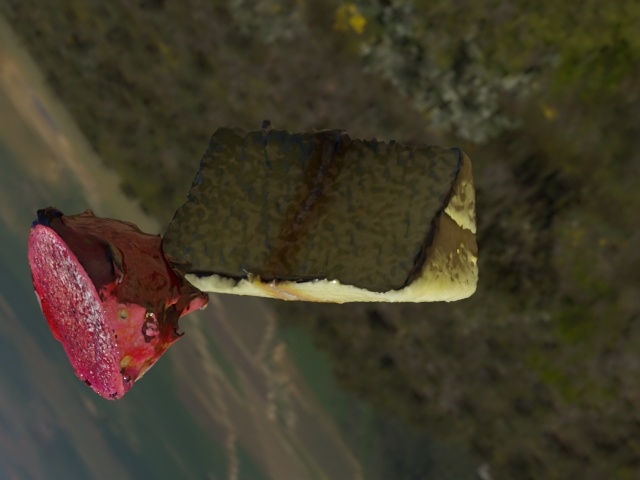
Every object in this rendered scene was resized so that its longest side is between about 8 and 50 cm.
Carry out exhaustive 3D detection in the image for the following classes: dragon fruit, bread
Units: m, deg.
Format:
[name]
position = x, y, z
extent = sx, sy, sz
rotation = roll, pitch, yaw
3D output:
[dragon fruit]
position = -0.145, 0.030, 1.362
extent = 0.153, 0.111, 0.153
rotation = 40, 143, 38
[bread]
position = 0.000, 0.000, 1.593
extent = 0.266, 0.178, 0.142
rotation = 3, 129, 32
